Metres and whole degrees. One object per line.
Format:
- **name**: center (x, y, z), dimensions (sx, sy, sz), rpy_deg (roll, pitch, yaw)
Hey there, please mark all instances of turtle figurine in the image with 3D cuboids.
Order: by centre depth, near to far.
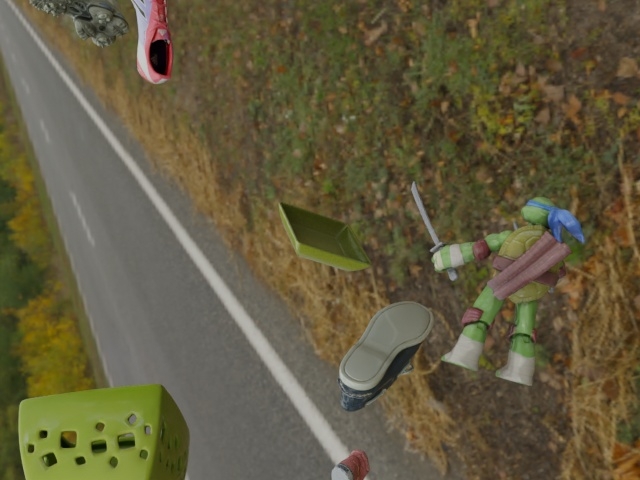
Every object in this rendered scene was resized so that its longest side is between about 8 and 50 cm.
- **turtle figurine**: center (0.266, 0.067, 1.196), dimensions (0.274, 0.198, 0.266), rpy_deg (10, 81, 45)

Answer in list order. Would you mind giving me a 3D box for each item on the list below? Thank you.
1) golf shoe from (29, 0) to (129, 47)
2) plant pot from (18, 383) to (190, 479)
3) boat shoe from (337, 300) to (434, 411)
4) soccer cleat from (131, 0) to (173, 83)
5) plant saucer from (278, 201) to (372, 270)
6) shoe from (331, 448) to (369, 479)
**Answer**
- **golf shoe**: center (-0.307, -0.312, 0.961), dimensions (0.176, 0.069, 0.086), rpy_deg (43, -152, -58)
- **plant pot**: center (-0.333, 0.371, 1.238), dimensions (0.227, 0.228, 0.207), rpy_deg (83, -179, -57)
- **boat shoe**: center (0.109, 0.188, 1.303), dimensions (0.095, 0.254, 0.079), rpy_deg (23, 127, 18)
- **soccer cleat**: center (-0.318, -0.426, 1.521), dimensions (0.095, 0.083, 0.248), rpy_deg (22, 116, 53)
- **plant saucer**: center (0.000, 0.000, 1.745), dimensions (0.045, 0.188, 0.188), rpy_deg (-62, 28, 21)
- **shoe**: center (0.064, 0.527, 1.684), dimensions (0.063, 0.081, 0.178), rpy_deg (23, 126, 31)
